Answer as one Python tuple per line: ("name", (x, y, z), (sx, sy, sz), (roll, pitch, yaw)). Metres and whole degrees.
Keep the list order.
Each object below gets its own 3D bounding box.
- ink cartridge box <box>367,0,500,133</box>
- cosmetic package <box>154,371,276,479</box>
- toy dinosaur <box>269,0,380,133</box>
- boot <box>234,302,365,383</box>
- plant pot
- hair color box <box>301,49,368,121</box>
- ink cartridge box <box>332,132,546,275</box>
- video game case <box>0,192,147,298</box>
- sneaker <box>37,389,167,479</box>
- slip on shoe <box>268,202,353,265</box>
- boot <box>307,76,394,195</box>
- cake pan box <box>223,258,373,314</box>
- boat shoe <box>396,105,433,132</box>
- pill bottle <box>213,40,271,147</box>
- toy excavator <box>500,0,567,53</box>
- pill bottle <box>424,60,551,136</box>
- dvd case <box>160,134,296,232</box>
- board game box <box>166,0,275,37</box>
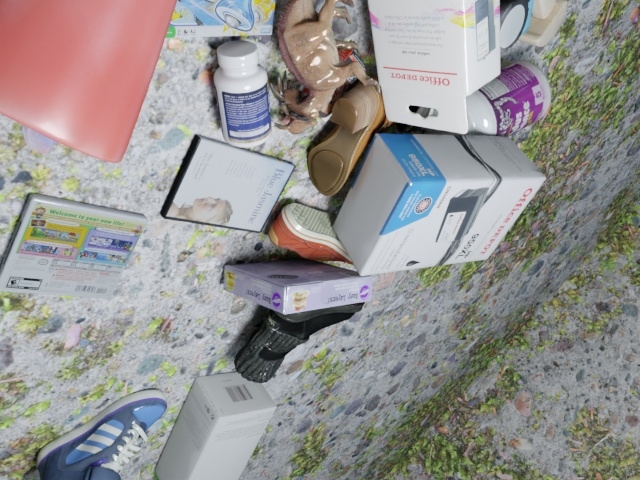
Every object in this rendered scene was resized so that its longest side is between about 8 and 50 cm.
("ink cartridge box", (0.204, -0.387, 0.986), (0.119, 0.207, 0.353), (-37, 131, -31))
("cosmetic package", (-0.295, 0.554, 1.522), (0.197, 0.155, 0.365), (6, 120, -45))
("toy dinosaur", (-0.024, -0.327, 0.977), (0.200, 0.127, 0.296), (-21, 120, 2))
("boot", (-0.056, 0.236, 1.473), (0.348, 0.131, 0.260), (0, 126, -47))
("plant pot", (-0.320, -0.267, 0.686), (0.275, 0.275, 0.243), (28, 94, -51))
("hair color box", (0.026, -0.319, 1.114), (0.141, 0.043, 0.072), (-50, 143, 8))
("ink cartridge box", (0.269, -0.085, 1.263), (0.395, 0.166, 0.285), (-5, 139, -29))
("video game case", (-0.450, 0.019, 1.001), (0.212, 0.023, 0.193), (12, 115, -47))
("sneaker", (-0.469, 0.515, 1.259), (0.323, 0.236, 0.130), (-26, 138, -23))
("slip on shoe", (0.000, 0.000, 1.339), (0.101, 0.123, 0.331), (-36, 147, 25))
("boot", (0.088, -0.240, 1.215), (0.220, 0.109, 0.283), (-36, 154, -39))
("cake pan box", (-0.050, 0.095, 1.258), (0.267, 0.246, 0.070), (-4, 103, -42))
("boat shoe", (0.229, -0.347, 1.245), (0.068, 0.081, 0.228), (-23, 140, -33))
("pill bottle", (-0.138, -0.260, 0.975), (0.094, 0.094, 0.169), (-26, 139, -24))
("toy excavator", (0.404, -0.547, 1.146), (0.445, 0.222, 0.433), (-39, 144, -22))
("pill bottle", (0.412, -0.321, 1.367), (0.301, 0.169, 0.169), (-29, 139, -20))
("dvd case", (-0.184, -0.106, 1.132), (0.253, 0.022, 0.180), (9, 117, -47))
("board game box", (-0.164, -0.398, 0.874), (0.201, 0.035, 0.136), (-16, 134, -32))
